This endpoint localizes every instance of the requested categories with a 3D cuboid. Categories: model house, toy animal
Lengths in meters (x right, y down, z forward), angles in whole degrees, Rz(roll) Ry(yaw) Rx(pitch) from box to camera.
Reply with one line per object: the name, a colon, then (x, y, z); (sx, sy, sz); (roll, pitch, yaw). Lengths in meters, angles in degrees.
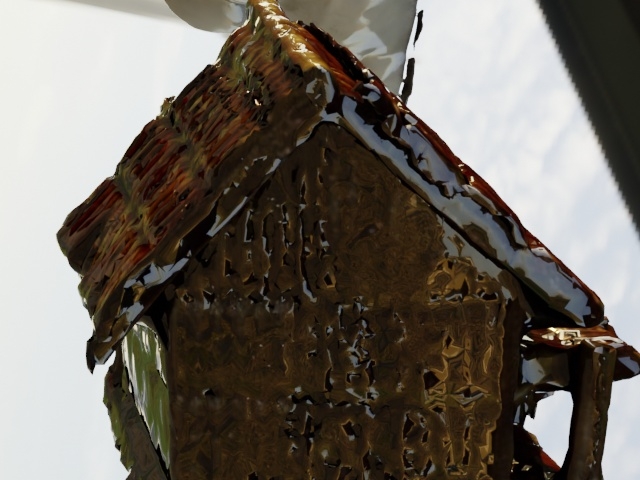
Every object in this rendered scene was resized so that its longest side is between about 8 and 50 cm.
model house: (0.000, 0.000, 0.886); (0.317, 0.297, 0.283); (-123, -154, -70)
toy animal: (-0.049, -0.309, 1.788); (0.194, 0.357, 0.258); (111, -13, -62)
